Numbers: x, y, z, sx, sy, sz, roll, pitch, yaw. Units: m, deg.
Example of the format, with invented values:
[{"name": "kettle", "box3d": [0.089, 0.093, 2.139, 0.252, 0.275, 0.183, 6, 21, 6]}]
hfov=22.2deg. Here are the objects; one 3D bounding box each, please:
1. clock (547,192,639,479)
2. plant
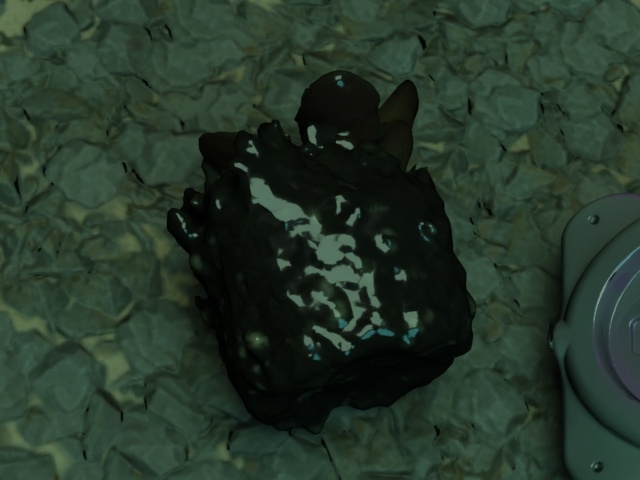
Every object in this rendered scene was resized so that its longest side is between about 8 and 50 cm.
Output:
[{"name": "clock", "box3d": [0.281, 0.063, 1.086, 0.248, 0.090, 0.228, -11, 62, 29]}, {"name": "plant", "box3d": [0.000, 0.000, 1.083, 0.204, 0.178, 0.234, -10, 74, -13]}]
